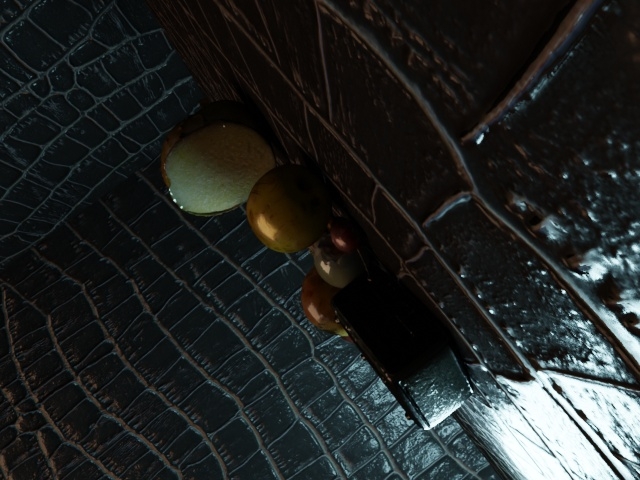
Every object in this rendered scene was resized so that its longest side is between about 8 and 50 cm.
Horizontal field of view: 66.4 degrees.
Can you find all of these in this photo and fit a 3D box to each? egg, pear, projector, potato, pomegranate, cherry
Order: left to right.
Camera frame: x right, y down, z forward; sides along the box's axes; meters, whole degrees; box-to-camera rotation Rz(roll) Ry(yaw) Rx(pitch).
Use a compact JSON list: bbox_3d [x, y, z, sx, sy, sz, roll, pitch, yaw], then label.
[{"bbox_3d":[-0.410,-0.346,1.866,0.385,0.442,0.319,39,-160,-42],"label":"potato"},{"bbox_3d":[-0.090,-0.099,1.483,0.281,0.280,0.281,52,177,4],"label":"pear"},{"bbox_3d":[0.075,0.074,1.645,0.183,0.183,0.217,50,168,37],"label":"egg"},{"bbox_3d":[0.087,0.209,1.845,0.322,0.322,0.322,52,177,4],"label":"pomegranate"},{"bbox_3d":[0.105,0.022,1.485,0.225,0.090,0.107,55,157,10],"label":"cherry"},{"bbox_3d":[0.253,0.341,1.557,0.395,0.242,0.405,50,175,46],"label":"projector"}]

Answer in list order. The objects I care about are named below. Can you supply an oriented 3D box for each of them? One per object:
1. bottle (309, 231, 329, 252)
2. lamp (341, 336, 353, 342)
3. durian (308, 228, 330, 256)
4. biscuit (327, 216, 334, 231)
[{"bbox_3d":[0.000,0.000,1.985,0.097,0.110,0.209,29,-176,-26],"label":"bottle"},{"bbox_3d":[0.171,0.319,2.196,0.303,0.257,0.303,29,-134,-34],"label":"lamp"},{"bbox_3d":[0.001,0.003,2.322,0.159,0.146,0.198,-147,35,-79],"label":"durian"},{"bbox_3d":[-0.012,-0.131,1.898,0.309,0.040,0.204,51,179,-21],"label":"biscuit"}]
